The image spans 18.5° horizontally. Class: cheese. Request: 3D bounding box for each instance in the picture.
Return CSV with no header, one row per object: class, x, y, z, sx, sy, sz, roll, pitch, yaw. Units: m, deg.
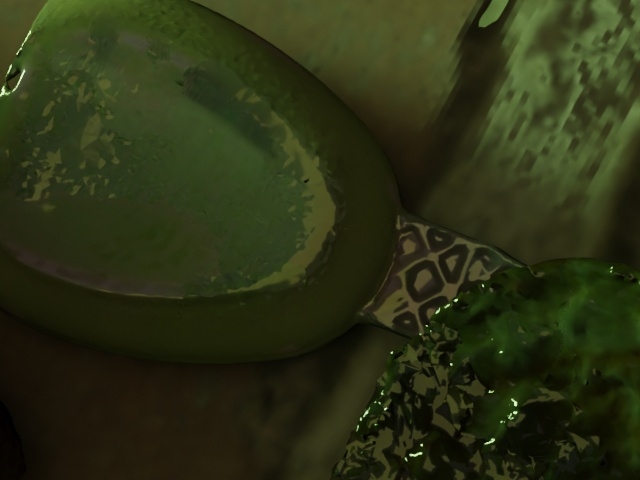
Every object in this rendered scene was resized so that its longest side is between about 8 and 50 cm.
cheese,0.000,0.000,0.506,0.192,0.037,0.097,20,88,15

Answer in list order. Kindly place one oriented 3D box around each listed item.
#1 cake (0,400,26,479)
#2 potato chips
cake,-0.193,-0.011,0.504,0.112,0.135,0.246,-37,74,6
potato chips,0.054,0.112,0.470,0.142,0.026,0.209,27,98,5
